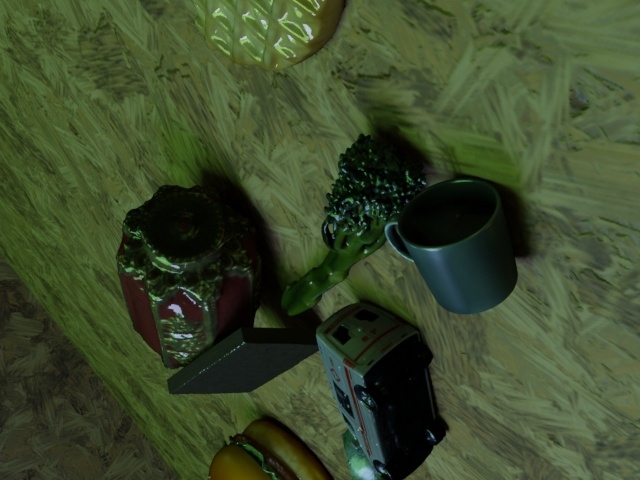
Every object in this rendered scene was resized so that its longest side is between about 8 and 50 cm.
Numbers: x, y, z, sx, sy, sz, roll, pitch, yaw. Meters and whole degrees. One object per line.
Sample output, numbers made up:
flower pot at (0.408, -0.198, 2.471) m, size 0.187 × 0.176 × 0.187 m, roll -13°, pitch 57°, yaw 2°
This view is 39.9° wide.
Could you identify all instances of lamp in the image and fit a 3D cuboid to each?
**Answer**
lamp at (-0.158, 0.050, 1.081) m, size 0.177 × 0.177 × 0.274 m, roll 42°, pitch 153°, yaw 18°

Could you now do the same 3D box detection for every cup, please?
cup at (0.097, 0.005, 0.671) m, size 0.100 × 0.078 × 0.077 m, roll 7°, pitch 137°, yaw 37°

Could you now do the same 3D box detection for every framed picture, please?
framed picture at (-0.092, 0.150, 1.085) m, size 0.168 × 0.128 × 0.023 m, roll -37°, pitch 58°, yaw 40°

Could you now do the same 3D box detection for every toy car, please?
toy car at (0.062, 0.168, 0.954) m, size 0.108 × 0.089 × 0.209 m, roll 28°, pitch 146°, yaw 41°

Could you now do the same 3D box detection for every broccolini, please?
broccolini at (0.005, -0.001, 0.859) m, size 0.079 × 0.074 × 0.392 m, roll 11°, pitch 161°, yaw -13°

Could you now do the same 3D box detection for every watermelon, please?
watermelon at (0.069, 0.260, 1.113) m, size 0.072 × 0.085 × 0.092 m, roll 175°, pitch 95°, yaw -85°

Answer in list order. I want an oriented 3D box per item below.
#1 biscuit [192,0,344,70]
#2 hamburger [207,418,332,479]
biscuit at (-0.066, -0.246, 0.646) m, size 0.204 × 0.040 × 0.309 m, roll 30°, pitch 149°, yaw 37°
hamburger at (-0.092, 0.436, 1.502) m, size 0.246 × 0.170 × 0.246 m, roll 38°, pitch 150°, yaw 26°
